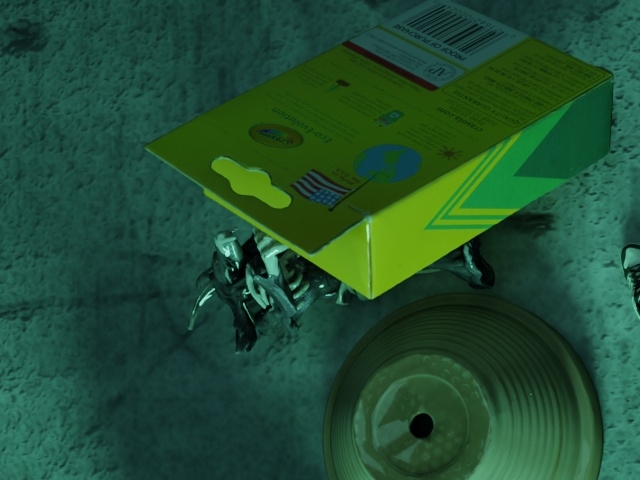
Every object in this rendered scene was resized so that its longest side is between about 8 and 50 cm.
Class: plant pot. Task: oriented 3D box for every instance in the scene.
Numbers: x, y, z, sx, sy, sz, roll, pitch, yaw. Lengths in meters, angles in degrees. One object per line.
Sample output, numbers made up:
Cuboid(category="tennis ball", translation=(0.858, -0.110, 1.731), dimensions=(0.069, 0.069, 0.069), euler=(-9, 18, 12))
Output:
Cuboid(category="plant pot", translation=(0.098, 0.153, 1.333), dimensions=(0.237, 0.110, 0.237), euler=(-6, 76, 24))

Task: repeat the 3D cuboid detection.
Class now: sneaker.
Cuboid(category="sneaker", translation=(0.260, 0.037, 1.325), dimensions=(0.032, 0.037, 0.083), euler=(-27, 68, 19))

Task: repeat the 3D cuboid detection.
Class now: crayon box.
Cuboid(category="crayon box", translation=(0.048, -0.072, 1.296), dimensions=(0.318, 0.081, 0.202), euler=(-29, 44, -30))

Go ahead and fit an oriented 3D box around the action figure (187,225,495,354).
Cuboid(category="action figure", translation=(0.000, 0.000, 1.385), dimensions=(0.276, 0.141, 0.164), euler=(-11, 36, 18))
